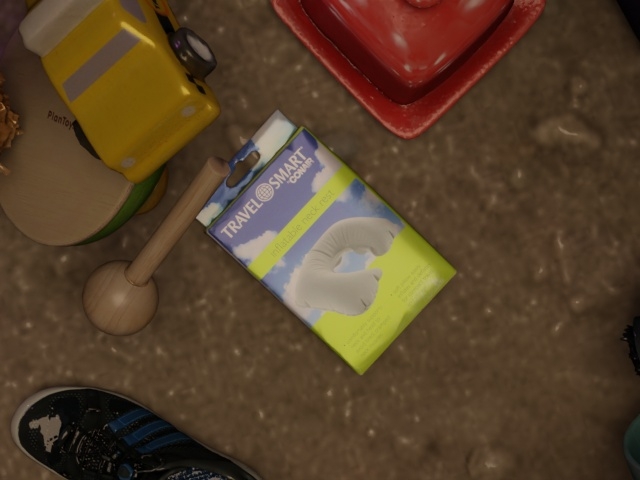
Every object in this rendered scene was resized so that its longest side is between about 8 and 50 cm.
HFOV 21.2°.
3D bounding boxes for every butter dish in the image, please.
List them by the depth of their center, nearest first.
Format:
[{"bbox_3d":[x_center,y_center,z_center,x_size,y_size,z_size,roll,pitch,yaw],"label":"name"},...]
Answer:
[{"bbox_3d":[0.067,-0.178,1.226,0.160,0.118,0.160,-44,93,-2],"label":"butter dish"}]

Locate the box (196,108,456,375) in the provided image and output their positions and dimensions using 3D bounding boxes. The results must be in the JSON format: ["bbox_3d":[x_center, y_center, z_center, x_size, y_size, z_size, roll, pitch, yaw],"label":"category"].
[{"bbox_3d":[0.000,0.000,1.263,0.178,0.042,0.109,43,88,-4],"label":"box"}]

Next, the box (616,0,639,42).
[{"bbox_3d":[0.346,-0.238,1.015,0.297,0.480,0.472,-32,107,-2],"label":"box"}]

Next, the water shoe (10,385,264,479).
[{"bbox_3d":[-0.127,0.160,1.238,0.203,0.080,0.073,21,89,-4],"label":"water shoe"}]

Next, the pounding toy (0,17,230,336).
[{"bbox_3d":[-0.130,-0.064,1.214,0.183,0.110,0.237,-51,55,27],"label":"pounding toy"}]

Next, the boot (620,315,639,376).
[{"bbox_3d":[0.347,0.040,1.248,0.207,0.246,0.094,-16,92,31],"label":"boot"}]

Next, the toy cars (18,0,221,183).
[{"bbox_3d":[-0.126,-0.237,1.116,0.176,0.087,0.394,5,80,34],"label":"toy cars"}]

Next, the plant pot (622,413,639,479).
[{"bbox_3d":[0.380,0.217,1.180,0.293,0.293,0.235,-17,100,-3],"label":"plant pot"}]

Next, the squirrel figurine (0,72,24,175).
[{"bbox_3d":[-0.330,-0.191,1.115,0.281,0.370,0.397,2,119,-4],"label":"squirrel figurine"}]
